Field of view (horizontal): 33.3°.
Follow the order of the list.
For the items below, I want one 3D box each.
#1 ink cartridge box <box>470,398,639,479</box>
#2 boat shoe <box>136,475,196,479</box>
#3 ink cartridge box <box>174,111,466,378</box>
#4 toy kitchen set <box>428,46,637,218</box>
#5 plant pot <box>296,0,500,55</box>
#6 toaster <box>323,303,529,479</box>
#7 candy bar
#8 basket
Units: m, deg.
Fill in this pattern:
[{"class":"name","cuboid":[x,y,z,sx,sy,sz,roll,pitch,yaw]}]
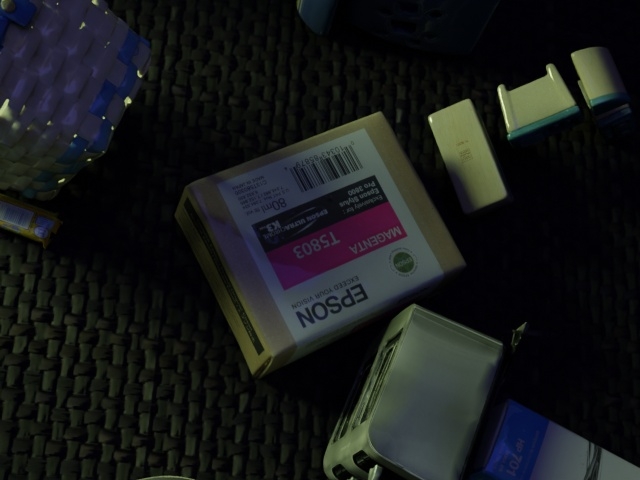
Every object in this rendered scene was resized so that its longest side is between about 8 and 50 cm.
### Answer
[{"class":"ink cartridge box","cuboid":[0.222,0.241,1.032,0.190,0.139,0.082,29,64,-4]},{"class":"boat shoe","cuboid":[-0.106,0.251,0.974,0.206,0.065,0.075,8,69,-13]},{"class":"ink cartridge box","cuboid":[0.000,0.000,1.085,0.234,0.088,0.193,-24,77,-23]},{"class":"toy kitchen set","cuboid":[0.254,-0.108,1.214,0.207,0.166,0.122,-22,74,15]},{"class":"plant pot","cuboid":[0.083,-0.355,1.168,0.212,0.236,0.236,0,71,-9]},{"class":"toaster","cuboid":[0.092,0.159,1.009,0.110,0.168,0.186,26,66,-5]},{"class":"candy bar","cuboid":[-0.332,-0.035,1.040,0.161,0.018,0.040,20,70,-9]},{"class":"basket","cuboid":[-0.325,-0.170,0.970,0.289,0.254,0.201,26,66,-27]}]
